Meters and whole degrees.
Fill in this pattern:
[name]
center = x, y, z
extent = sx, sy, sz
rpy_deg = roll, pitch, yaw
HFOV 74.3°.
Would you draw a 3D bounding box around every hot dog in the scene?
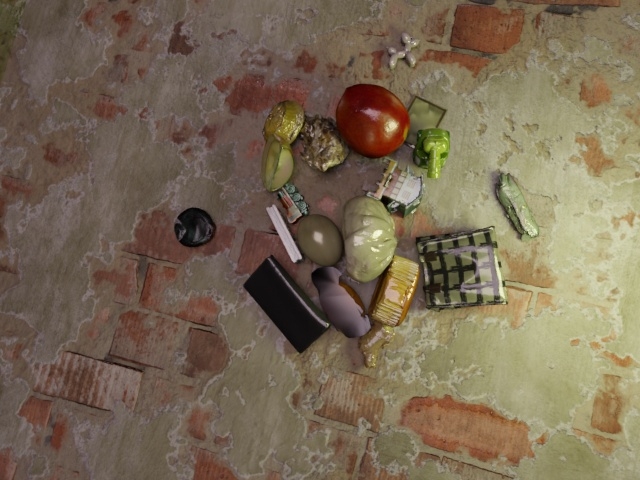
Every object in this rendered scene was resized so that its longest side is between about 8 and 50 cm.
[hot dog]
center = 0.101, 0.257, 1.825
extent = 0.193, 0.107, 0.326
rpy_deg = -21, 79, 11

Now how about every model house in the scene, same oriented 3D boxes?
[model house]
center = 0.329, -0.214, 1.794
extent = 0.215, 0.224, 0.199
rpy_deg = 24, 86, 11

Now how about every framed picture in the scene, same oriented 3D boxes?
[framed picture]
center = 0.452, -0.531, 1.924
extent = 0.172, 0.010, 0.232
rpy_deg = 30, 88, 10

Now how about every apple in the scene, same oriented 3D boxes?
[apple]
center = -0.195, -0.364, 1.907
extent = 0.119, 0.265, 0.193
rpy_deg = -3, 47, -28

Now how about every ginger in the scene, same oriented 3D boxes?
[ginger]
center = 0.224, 0.432, 1.808
extent = 0.137, 0.074, 0.213
rpy_deg = 34, 93, 21

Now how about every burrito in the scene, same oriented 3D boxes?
[burrito]
center = 0.833, -0.144, 1.797
extent = 0.096, 0.066, 0.309
rpy_deg = -23, 81, -1

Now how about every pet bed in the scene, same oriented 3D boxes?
[pet bed]
center = -0.594, -0.060, 1.988
extent = 0.201, 0.053, 0.202
rpy_deg = -1, 83, 6

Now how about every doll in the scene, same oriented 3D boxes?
[doll]
center = 0.385, -0.878, 1.951
extent = 0.160, 0.059, 0.160
rpy_deg = -5, 84, 8

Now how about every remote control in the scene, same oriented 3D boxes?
[remote control]
center = -0.153, -0.027, 1.897
extent = 0.055, 0.103, 0.277
rpy_deg = -29, 80, 2

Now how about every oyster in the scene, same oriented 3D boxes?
[oyster]
center = 0.007, -0.446, 1.912
extent = 0.237, 0.115, 0.352
rpy_deg = -13, 59, 9

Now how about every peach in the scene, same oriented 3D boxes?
[peach]
center = 0.212, -0.516, 1.804
extent = 0.332, 0.308, 0.308
rpy_deg = 40, 89, -22

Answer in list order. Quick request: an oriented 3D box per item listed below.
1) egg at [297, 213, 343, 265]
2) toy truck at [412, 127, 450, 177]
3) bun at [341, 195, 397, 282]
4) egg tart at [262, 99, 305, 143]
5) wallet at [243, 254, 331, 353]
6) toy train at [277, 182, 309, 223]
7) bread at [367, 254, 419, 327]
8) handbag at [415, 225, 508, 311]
[egg]
center = 0.000, 0.000, 1.831
extent = 0.185, 0.186, 0.242
rpy_deg = -30, 82, 3
[toy truck]
center = 0.476, -0.376, 1.790
extent = 0.148, 0.211, 0.187
rpy_deg = 4, 118, 5
[bun]
center = 0.198, -0.011, 1.724
extent = 0.219, 0.365, 0.366
rpy_deg = -3, 83, 3
[egg tart]
center = -0.184, -0.542, 1.938
extent = 0.252, 0.098, 0.232
rpy_deg = -34, 61, 24
[wallet]
center = -0.151, 0.279, 1.848
extent = 0.406, 0.062, 0.228
rpy_deg = 49, 120, 11
[toy train]
center = -0.130, -0.171, 1.930
extent = 0.118, 0.074, 0.176
rpy_deg = -36, 82, 6
[bread]
center = 0.314, 0.214, 1.761
extent = 0.156, 0.204, 0.288
rpy_deg = 21, 80, 2
[handbag]
center = 0.579, 0.123, 1.754
extent = 0.326, 0.162, 0.326
rpy_deg = -8, 80, 12
